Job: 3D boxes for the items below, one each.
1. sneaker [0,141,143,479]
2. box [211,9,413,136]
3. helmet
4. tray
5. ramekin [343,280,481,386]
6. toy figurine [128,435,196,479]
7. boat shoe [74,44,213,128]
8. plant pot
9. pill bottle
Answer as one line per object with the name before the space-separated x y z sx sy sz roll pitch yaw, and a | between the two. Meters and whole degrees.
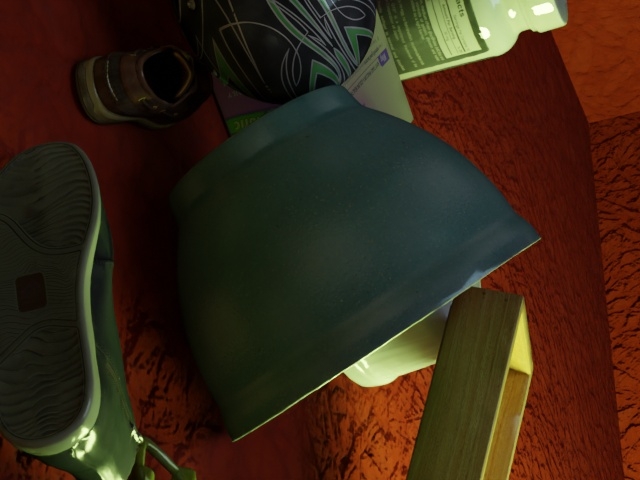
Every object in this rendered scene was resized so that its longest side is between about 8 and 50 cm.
sneaker | -0.168 0.051 0.732 0.118 0.083 0.222 77 5 -59
box | -0.018 -0.185 1.135 0.242 0.117 0.213 69 24 -18
helmet | -0.036 -0.192 0.914 0.161 0.169 0.169 -141 -150 -71
tray | 0.125 0.271 1.099 0.203 0.076 0.410 65 40 -61
ramekin | 0.087 0.021 1.262 0.273 0.127 0.272 -13 90 -67
toy figurine | 0.012 0.289 0.761 0.362 0.217 0.191 59 36 -21
boat shoe | -0.127 -0.127 0.917 0.178 0.060 0.064 -22 99 -68
plant pot | 0.000 0.000 0.912 0.196 0.293 0.293 56 22 5
pill bottle | 0.145 -0.288 1.364 0.162 0.279 0.162 -12 90 -69
